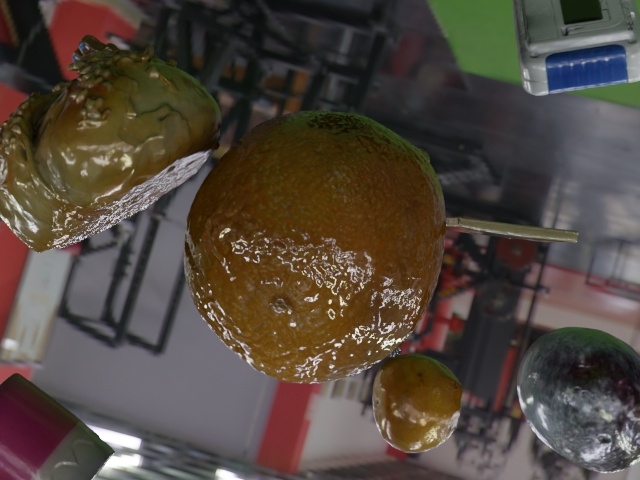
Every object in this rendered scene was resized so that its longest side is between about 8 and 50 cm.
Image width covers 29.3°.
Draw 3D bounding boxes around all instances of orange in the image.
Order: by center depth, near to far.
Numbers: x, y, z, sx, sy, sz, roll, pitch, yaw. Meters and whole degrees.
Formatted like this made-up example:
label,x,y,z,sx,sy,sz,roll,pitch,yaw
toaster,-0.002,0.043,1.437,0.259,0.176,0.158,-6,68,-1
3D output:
label,x,y,z,sx,sy,sz,roll,pitch,yaw
orange,0.000,0.000,1.506,0.322,0.322,0.357,15,-152,16
orange,0.149,0.247,1.871,0.134,0.154,0.155,-5,177,-4

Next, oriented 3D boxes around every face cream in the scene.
label,x,y,z,sx,sy,sz,roll,pitch,yaw
face cream,-0.431,0.320,1.814,0.195,0.175,0.175,38,175,-2

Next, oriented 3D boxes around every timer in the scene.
label,x,y,z,sx,sy,sz,roll,pitch,yaw
timer,0.369,-0.308,1.758,0.178,0.078,0.253,-8,-144,10

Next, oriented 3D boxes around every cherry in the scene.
label,x,y,z,sx,sy,sz,roll,pitch,yaw
cherry,0.446,0.257,2.025,0.255,0.218,0.296,50,-179,35

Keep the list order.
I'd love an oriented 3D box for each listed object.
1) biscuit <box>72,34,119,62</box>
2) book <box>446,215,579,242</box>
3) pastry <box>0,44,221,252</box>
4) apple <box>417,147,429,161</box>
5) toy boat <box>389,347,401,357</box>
label,x,y,z,sx,sy,sz,roll,pitch,yaw
biscuit,-0.318,-0.248,1.933,0.175,0.026,0.124,40,140,-5
book,0.233,-0.016,1.705,0.170,0.018,0.242,7,180,-12
pastry,-0.279,-0.124,1.537,0.316,0.184,0.284,-32,177,38
apple,0.057,-0.086,2.293,0.293,0.163,0.251,13,-155,41
toy boat,0.049,0.062,2.024,0.114,0.122,0.296,73,172,-52
